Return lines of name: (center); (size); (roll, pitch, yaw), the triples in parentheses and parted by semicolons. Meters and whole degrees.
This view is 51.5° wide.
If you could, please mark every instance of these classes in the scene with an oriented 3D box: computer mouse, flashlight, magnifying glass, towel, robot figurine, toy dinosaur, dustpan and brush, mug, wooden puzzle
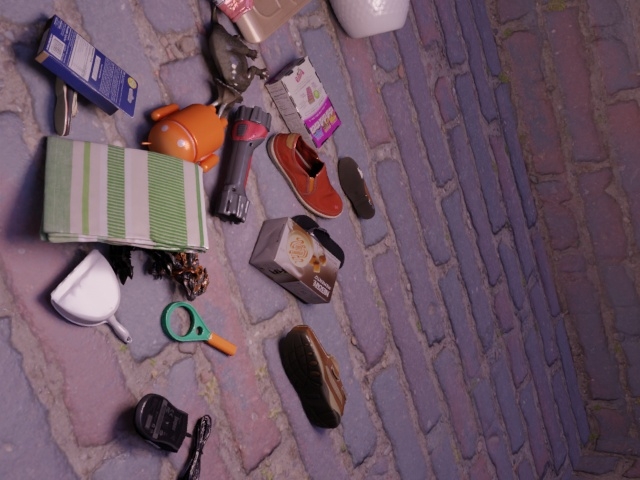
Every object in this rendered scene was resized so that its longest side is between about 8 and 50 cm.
computer mouse: (-0.347, 0.451, 1.465); (0.262, 0.060, 0.184); (45, 47, -51)
flashlight: (-0.201, -0.195, 1.720); (0.103, 0.103, 0.304); (14, 75, -21)
magnifying glass: (-0.288, 0.221, 1.596); (0.231, 0.026, 0.092); (40, 55, -40)
towel: (-0.396, -0.089, 1.363); (0.324, 0.038, 0.248); (6, 57, -25)
robot figurine: (-0.313, -0.241, 1.558); (0.219, 0.128, 0.158); (-43, 130, -45)
toy dinosaur: (-0.361, -0.004, 1.486); (0.322, 0.164, 0.218); (50, 31, -6)
dustpan and brush: (-0.457, 0.142, 1.390); (0.211, 0.060, 0.147); (52, 49, -23)
mug: (0.155, -0.835, 2.146); (0.374, 0.276, 0.328); (-71, 150, -73)
wooden puzzle: (-0.181, -0.757, 1.848); (0.348, 0.080, 0.322); (-51, 122, -36)
toy dinosaur: (-0.228, -0.468, 1.707); (0.160, 0.120, 0.314); (-20, 104, -64)

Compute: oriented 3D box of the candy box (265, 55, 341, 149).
candy box: (-0.047, -0.399, 1.951); (0.159, 0.071, 0.233); (-52, 123, -41)

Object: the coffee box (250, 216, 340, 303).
coffee box: (-0.065, 0.061, 1.833); (0.246, 0.098, 0.141); (42, 54, -38)

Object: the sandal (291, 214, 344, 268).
sandal: (0.001, 0.000, 1.956); (0.254, 0.054, 0.097); (36, 58, -42)

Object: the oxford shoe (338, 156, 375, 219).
oxford shoe: (0.114, -0.172, 2.128); (0.076, 0.076, 0.212); (-73, 142, -72)

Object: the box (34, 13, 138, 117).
box: (-0.486, -0.357, 1.402); (0.225, 0.036, 0.137); (38, 33, -39)

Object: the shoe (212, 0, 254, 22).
shoe: (-0.197, -0.654, 1.724); (0.081, 0.063, 0.178); (43, 79, -32)

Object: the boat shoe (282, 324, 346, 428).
boat shoe: (-0.009, 0.370, 1.850); (0.120, 0.122, 0.324); (-46, 127, -50)

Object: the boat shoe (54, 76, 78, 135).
boat shoe: (-0.524, -0.280, 1.376); (0.043, 0.049, 0.137); (10, 72, -51)

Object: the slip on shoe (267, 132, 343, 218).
slip on shoe: (-0.024, -0.183, 1.922); (0.331, 0.101, 0.123); (51, 47, -34)
